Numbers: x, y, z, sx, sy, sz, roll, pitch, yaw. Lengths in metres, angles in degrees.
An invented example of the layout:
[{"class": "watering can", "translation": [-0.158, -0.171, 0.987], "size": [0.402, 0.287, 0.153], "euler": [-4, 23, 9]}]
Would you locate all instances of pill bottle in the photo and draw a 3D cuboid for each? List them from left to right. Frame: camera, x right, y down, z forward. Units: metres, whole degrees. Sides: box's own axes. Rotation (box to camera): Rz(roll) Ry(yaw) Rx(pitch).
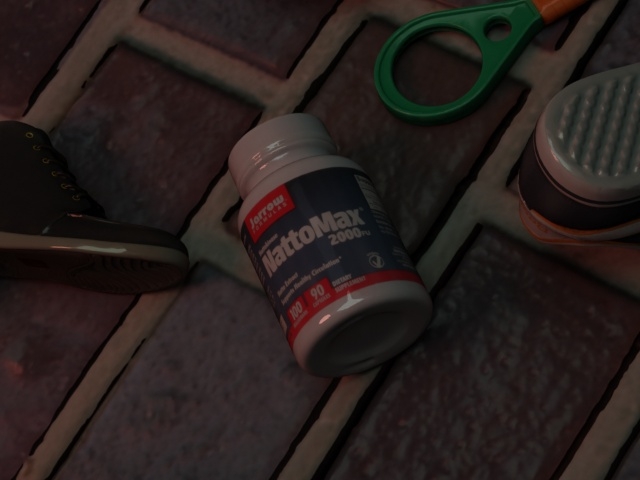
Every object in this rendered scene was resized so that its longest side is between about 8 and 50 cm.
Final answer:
[{"class": "pill bottle", "translation": [0.000, 0.000, 1.436], "size": [0.108, 0.108, 0.180], "euler": [-27, 61, 1]}]

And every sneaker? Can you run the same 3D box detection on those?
[{"class": "sneaker", "translation": [-0.197, -0.031, 1.516], "size": [0.222, 0.083, 0.118], "euler": [7, 67, 19]}, {"class": "sneaker", "translation": [0.282, -0.078, 1.401], "size": [0.321, 0.127, 0.126], "euler": [-12, 66, -19]}]

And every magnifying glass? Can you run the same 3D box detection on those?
[{"class": "magnifying glass", "translation": [0.148, -0.167, 1.526], "size": [0.231, 0.026, 0.092], "euler": [-31, 61, 1]}]
